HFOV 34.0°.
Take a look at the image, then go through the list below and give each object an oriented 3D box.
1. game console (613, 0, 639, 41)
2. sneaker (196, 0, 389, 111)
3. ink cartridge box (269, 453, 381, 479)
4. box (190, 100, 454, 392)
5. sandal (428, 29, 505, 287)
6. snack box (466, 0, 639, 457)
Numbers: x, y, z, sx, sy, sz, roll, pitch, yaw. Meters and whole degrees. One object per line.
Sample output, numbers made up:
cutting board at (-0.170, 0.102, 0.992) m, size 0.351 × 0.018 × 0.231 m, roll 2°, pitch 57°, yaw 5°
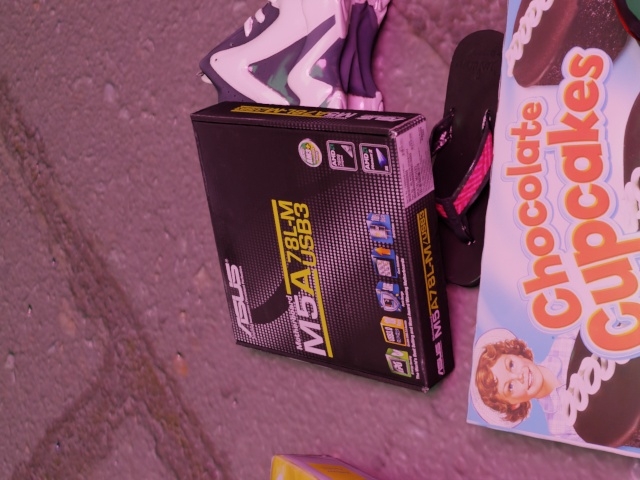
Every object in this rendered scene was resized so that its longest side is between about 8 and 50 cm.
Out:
game console at (0.311, -0.294, 0.489) m, size 0.386 × 0.060 × 0.342 m, roll -9°, pitch 83°, yaw 22°
sneaker at (-0.030, -0.165, 0.796) m, size 0.153 × 0.094 × 0.235 m, roll 3°, pitch 97°, yaw 30°
ink cartridge box at (0.030, 0.306, 0.627) m, size 0.307 × 0.072 × 0.303 m, roll 176°, pitch 100°, yaw -72°
box at (0.000, 0.000, 0.739) m, size 0.184 × 0.045 × 0.191 m, roll 9°, pitch 118°, yaw 37°
sandal at (0.096, -0.058, 0.718) m, size 0.067 × 0.040 × 0.179 m, roll 4°, pitch 87°, yaw 39°
snack box at (0.194, -0.035, 0.625) m, size 0.187 × 0.060 × 0.322 m, roll 4°, pitch 88°, yaw 39°
